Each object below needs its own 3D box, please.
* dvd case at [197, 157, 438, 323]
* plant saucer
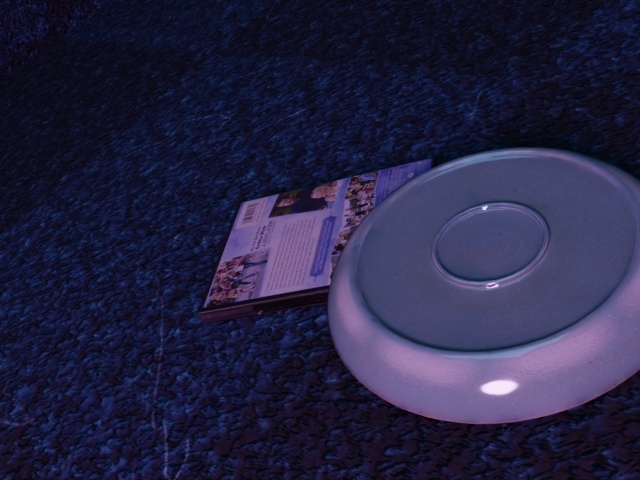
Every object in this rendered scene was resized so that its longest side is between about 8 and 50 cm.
[{"bbox_3d":[0.000,0.000,0.867,0.252,0.022,0.180,-11,40,24],"label":"dvd case"},{"bbox_3d":[0.150,0.014,0.705,0.317,0.044,0.318,-15,39,13],"label":"plant saucer"}]
